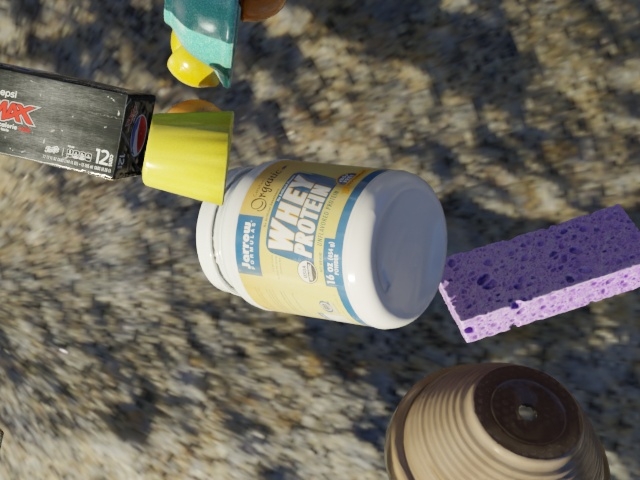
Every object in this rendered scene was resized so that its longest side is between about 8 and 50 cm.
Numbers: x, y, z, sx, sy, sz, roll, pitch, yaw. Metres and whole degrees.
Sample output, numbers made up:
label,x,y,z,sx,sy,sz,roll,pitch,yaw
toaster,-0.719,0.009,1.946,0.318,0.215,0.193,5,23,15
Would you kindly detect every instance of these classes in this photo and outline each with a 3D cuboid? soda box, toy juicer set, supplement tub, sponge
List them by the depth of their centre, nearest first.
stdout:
label,x,y,z,sx,sy,sz,roll,pitch,yaw
soda box,-0.199,-0.086,1.124,0.169,0.053,0.060,13,97,14
toy juicer set,-0.070,-0.190,1.288,0.089,0.209,0.329,6,90,-2
supplement tub,0.000,0.000,1.553,0.144,0.200,0.144,-12,105,-52
sponge,0.226,0.030,1.689,0.210,0.117,0.031,-18,122,-2

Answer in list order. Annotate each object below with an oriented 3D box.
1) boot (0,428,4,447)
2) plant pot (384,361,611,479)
label,x,y,z,sx,sy,sz,roll,pitch,yaw
boot,-0.442,0.221,1.704,0.270,0.236,0.089,-10,101,17
plant pot,0.192,0.203,1.701,0.237,0.109,0.237,10,46,-11
